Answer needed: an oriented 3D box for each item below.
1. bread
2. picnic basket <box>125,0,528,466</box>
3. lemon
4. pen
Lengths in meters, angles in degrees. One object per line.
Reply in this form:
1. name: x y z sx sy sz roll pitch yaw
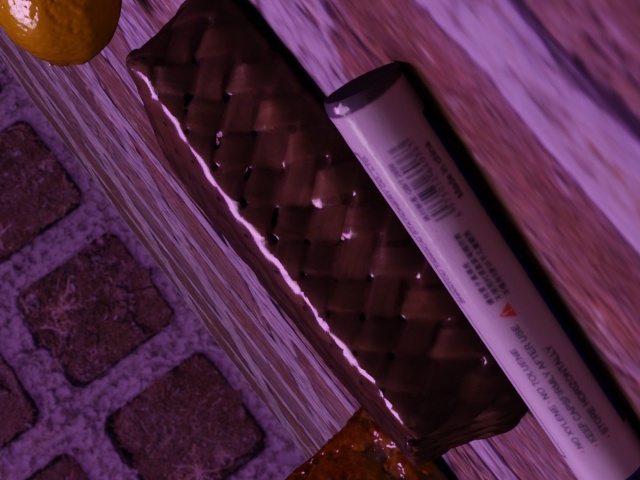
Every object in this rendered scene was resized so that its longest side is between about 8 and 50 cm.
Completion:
1. bread: 0.008 0.194 1.113 0.132 0.172 0.103 55 173 -24
2. picnic basket: 0.000 0.000 0.689 0.193 0.055 0.110 50 173 12
3. lemon: -0.129 -0.124 0.902 0.065 0.065 0.092 46 152 50
4. pen: 0.066 0.035 0.542 0.204 0.025 0.025 55 173 -18
